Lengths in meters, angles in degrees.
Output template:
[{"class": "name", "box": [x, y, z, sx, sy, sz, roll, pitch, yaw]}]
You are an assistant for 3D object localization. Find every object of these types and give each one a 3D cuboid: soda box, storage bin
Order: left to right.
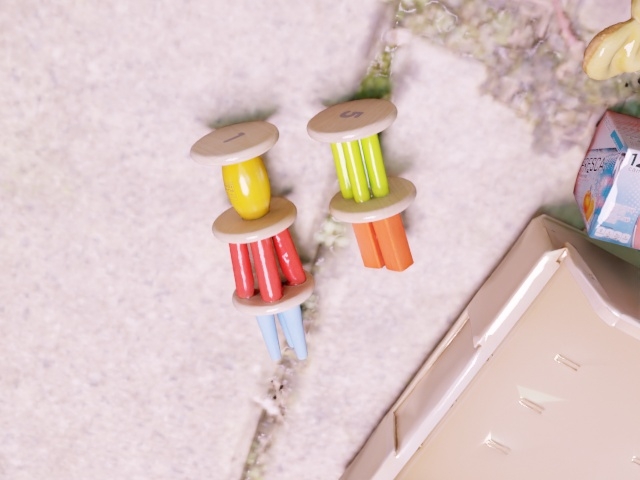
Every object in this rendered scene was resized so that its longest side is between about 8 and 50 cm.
[{"class": "storage bin", "box": [0.180, 0.156, 0.656, 0.260, 0.123, 0.262, 28, 115, -11]}, {"class": "soda box", "box": [0.242, -0.017, 0.597, 0.183, 0.063, 0.058, 14, 117, -4]}]

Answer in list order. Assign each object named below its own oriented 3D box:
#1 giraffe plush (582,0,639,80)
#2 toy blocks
[{"class": "giraffe plush", "box": [0.200, -0.156, 0.484, 0.181, 0.210, 0.171, 15, 145, 12]}, {"class": "toy blocks", "box": [0.000, 0.000, 0.623, 0.123, 0.054, 0.148, -10, 116, 8]}]
